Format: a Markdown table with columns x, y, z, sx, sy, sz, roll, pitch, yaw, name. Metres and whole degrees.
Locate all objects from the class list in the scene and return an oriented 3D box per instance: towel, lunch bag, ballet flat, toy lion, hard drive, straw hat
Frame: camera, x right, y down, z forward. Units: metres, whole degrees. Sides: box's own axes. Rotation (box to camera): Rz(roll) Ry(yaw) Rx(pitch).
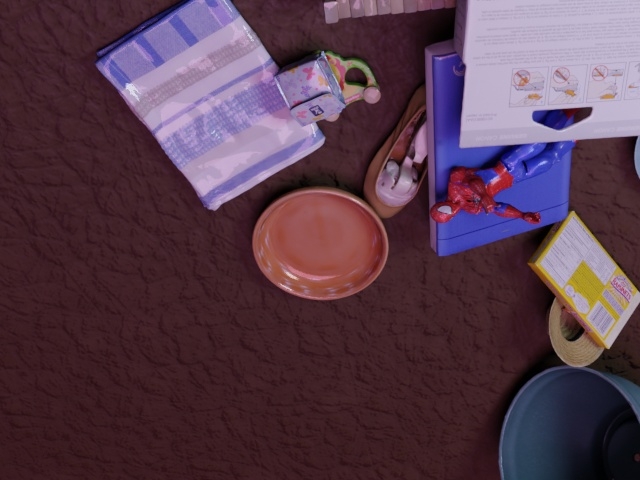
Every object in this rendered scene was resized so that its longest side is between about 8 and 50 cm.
| x | y | z | sx | sy | sz | roll | pitch | yaw | name |
| --- | --- | --- | --- | --- | --- | --- | --- | --- | --- |
| -0.148 | -0.189 | 1.615 | 0.209 | 0.034 | 0.285 | -28 | 119 | 14 | towel |
| -0.012 | -0.199 | 1.574 | 0.071 | 0.053 | 0.083 | -19 | 111 | 19 | lunch bag |
| 0.120 | -0.114 | 1.650 | 0.080 | 0.073 | 0.232 | 15 | 121 | -12 | ballet flat |
| 0.021 | -0.218 | 1.606 | 0.100 | 0.034 | 0.096 | -22 | 114 | 11 | toy lion |
| 0.247 | -0.140 | 1.611 | 0.210 | 0.040 | 0.319 | -16 | 128 | -14 | hard drive |
| 0.380 | 0.121 | 1.815 | 0.144 | 0.061 | 0.145 | -1 | 91 | -35 | straw hat |

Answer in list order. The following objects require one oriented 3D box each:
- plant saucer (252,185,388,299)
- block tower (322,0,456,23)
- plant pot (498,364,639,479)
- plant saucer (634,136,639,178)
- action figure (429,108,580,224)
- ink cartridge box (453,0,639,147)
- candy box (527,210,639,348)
| x | y | z | sx | sy | sz | roll | pitch | yaw | name |
| --- | --- | --- | --- | --- | --- | --- | --- | --- | --- |
| 0.000 | 0.000 | 1.732 | 0.200 | 0.037 | 0.200 | 2 | 126 | 3 | plant saucer |
| 0.164 | -0.352 | 1.488 | 0.335 | 0.091 | 0.097 | -8 | 122 | 2 | block tower |
| 0.456 | 0.346 | 1.864 | 0.196 | 0.293 | 0.293 | 7 | 127 | -38 | plant pot |
| 0.537 | -0.140 | 1.672 | 0.195 | 0.037 | 0.195 | -1 | 123 | -2 | plant saucer |
| 0.279 | -0.084 | 1.554 | 0.280 | 0.139 | 0.091 | -30 | 130 | 0 | action figure |
| 0.303 | -0.242 | 1.473 | 0.275 | 0.060 | 0.239 | -4 | 123 | -8 | ink cartridge box |
| 0.399 | 0.060 | 1.770 | 0.206 | 0.027 | 0.105 | 46 | 70 | -26 | candy box |
